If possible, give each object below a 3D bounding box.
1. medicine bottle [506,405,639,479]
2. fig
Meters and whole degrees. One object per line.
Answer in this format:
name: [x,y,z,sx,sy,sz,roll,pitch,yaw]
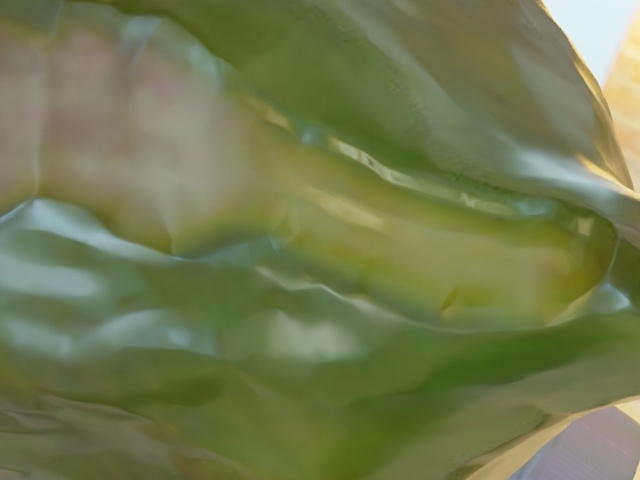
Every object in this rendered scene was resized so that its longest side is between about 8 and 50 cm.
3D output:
medicine bottle: [-0.019,0.039,0.756,0.296,0.111,0.161,35,-140,0]
fig: [0.000,0.000,0.438,0.206,0.206,0.275,2,-171,-39]
